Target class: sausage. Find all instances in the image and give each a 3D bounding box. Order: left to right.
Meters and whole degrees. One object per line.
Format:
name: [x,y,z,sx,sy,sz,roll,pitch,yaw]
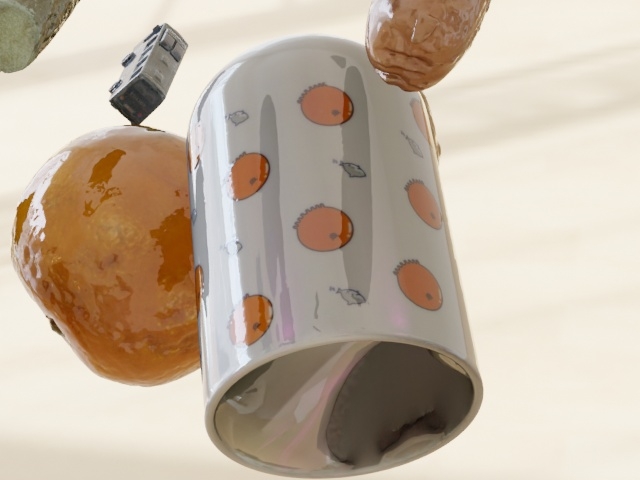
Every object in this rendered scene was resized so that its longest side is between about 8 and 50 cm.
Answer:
sausage: [0.101,-0.225,1.415,0.086,0.086,0.289,9,50,20]

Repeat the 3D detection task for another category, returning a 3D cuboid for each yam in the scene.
yam: [-0.260,-0.231,1.775,0.078,0.078,0.179,7,40,17]

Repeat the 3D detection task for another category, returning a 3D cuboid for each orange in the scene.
orange: [-0.174,0.011,1.879,0.261,0.261,0.261,-5,39,4]

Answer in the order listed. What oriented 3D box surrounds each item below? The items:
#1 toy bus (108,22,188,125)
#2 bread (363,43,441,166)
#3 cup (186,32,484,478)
toy bus: [-0.181,-0.176,2.035,0.065,0.047,0.166,-40,17,22]
bread: [0.052,-0.154,2.219,0.129,0.134,0.260,-8,36,-27]
cup: [0.000,0.000,1.531,0.212,0.212,0.317,-8,56,0]
